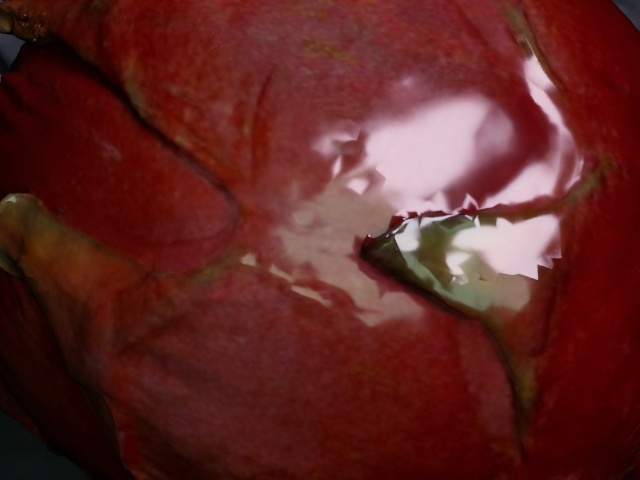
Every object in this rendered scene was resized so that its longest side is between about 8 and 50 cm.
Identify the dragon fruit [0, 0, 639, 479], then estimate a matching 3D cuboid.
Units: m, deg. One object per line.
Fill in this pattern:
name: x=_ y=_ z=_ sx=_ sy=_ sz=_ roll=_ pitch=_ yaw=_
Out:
dragon fruit: x=0.010 y=-0.001 z=0.582 sx=0.241 sy=0.241 sz=0.252 roll=-39 pitch=87 yaw=-13
